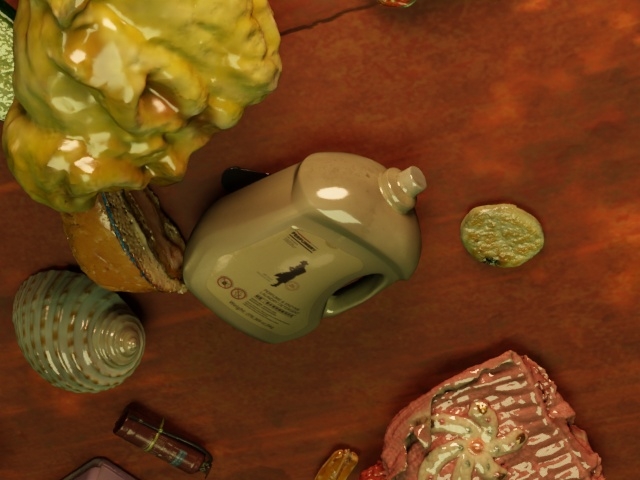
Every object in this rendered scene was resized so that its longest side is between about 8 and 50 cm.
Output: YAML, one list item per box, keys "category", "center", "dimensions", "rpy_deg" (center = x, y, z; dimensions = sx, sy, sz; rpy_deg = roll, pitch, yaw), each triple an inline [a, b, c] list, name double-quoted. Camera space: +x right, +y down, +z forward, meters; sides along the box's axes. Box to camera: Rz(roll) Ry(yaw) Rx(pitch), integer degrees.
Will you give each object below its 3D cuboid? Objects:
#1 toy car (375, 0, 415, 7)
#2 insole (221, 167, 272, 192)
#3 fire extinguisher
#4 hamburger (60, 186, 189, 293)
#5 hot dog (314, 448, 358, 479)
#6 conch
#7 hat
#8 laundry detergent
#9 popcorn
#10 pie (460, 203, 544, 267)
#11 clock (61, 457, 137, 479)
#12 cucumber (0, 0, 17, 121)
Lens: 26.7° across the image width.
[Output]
- category: "toy car"
  center: [0.089, -0.232, 1.131]
  dimensions: [0.122, 0.035, 0.059]
  rpy_deg: [-20, 129, 21]
- category: "insole"
  center: [-0.031, -0.048, 1.325]
  dimensions: [0.135, 0.002, 0.045]
  rpy_deg: [10, 131, -1]
- category: "fire extinguisher"
  center: [-0.176, 0.237, 1.567]
  dimensions: [0.132, 0.039, 0.056]
  rpy_deg: [32, 136, -19]
- category: "hamburger"
  center: [-0.210, -0.001, 1.334]
  dimensions: [0.102, 0.087, 0.176]
  rpy_deg: [-18, 128, 20]
- category: "hot dog"
  center: [0.017, 0.271, 1.580]
  dimensions: [0.037, 0.021, 0.083]
  rpy_deg: [16, 130, -20]
- category: "conch"
  center: [-0.262, 0.099, 1.423]
  dimensions: [0.153, 0.102, 0.135]
  rpy_deg: [-5, 115, 12]
- category: "hat"
  center: [0.155, 0.255, 1.491]
  dimensions: [0.286, 0.107, 0.236]
  rpy_deg: [-25, 113, 20]
- category: "laundry detergent"
  center: [0.000, 0.000, 1.299]
  dimensions: [0.253, 0.091, 0.181]
  rpy_deg: [-30, 123, 31]
- category: "popcorn"
  center: [-0.144, -0.157, 1.128]
  dimensions: [0.225, 0.173, 0.285]
  rpy_deg: [3, 124, -18]
- category: "pie"
  center: [0.177, -0.005, 1.324]
  dimensions: [0.085, 0.017, 0.085]
  rpy_deg: [5, 132, 5]
- category: "clock"
  center: [-0.283, 0.366, 1.666]
  dimensions: [0.193, 0.073, 0.145]
  rpy_deg: [-34, 119, 31]
- category: "cucumber"
  center: [-0.323, -0.188, 1.204]
  dimensions: [0.115, 0.063, 0.244]
  rpy_deg: [-39, 116, 22]
